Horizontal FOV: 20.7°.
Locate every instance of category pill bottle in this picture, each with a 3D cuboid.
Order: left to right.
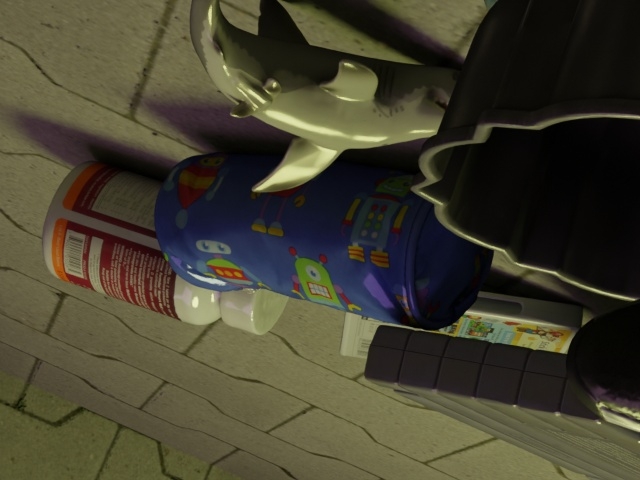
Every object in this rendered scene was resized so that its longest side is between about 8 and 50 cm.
[{"bbox_3d":[-0.141,0.010,1.654,0.221,0.121,0.121,18,163,17],"label":"pill bottle"}]

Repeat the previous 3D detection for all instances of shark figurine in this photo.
[{"bbox_3d":[-0.030,-0.133,1.125,0.166,0.116,0.278,-28,145,26],"label":"shark figurine"}]

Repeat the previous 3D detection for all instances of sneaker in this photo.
[{"bbox_3d":[0.251,0.053,0.928,0.228,0.086,0.132,2,160,-1],"label":"sneaker"}]

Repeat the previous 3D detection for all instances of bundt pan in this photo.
[{"bbox_3d":[0.220,-0.057,0.917,0.331,0.124,0.331,12,164,3],"label":"bundt pan"}]

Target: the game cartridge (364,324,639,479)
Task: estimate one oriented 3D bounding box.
[{"bbox_3d":[0.229,0.147,1.382,0.230,0.068,0.355,2,162,41],"label":"game cartridge"}]

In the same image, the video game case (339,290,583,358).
[{"bbox_3d":[0.124,0.085,1.630,0.206,0.026,0.227,9,162,1],"label":"video game case"}]

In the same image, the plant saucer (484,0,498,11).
[{"bbox_3d":[0.145,-0.128,1.026,0.119,0.021,0.119,21,163,7],"label":"plant saucer"}]

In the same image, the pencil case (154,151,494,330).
[{"bbox_3d":[0.000,0.000,1.435,0.306,0.119,0.133,8,128,42],"label":"pencil case"}]
